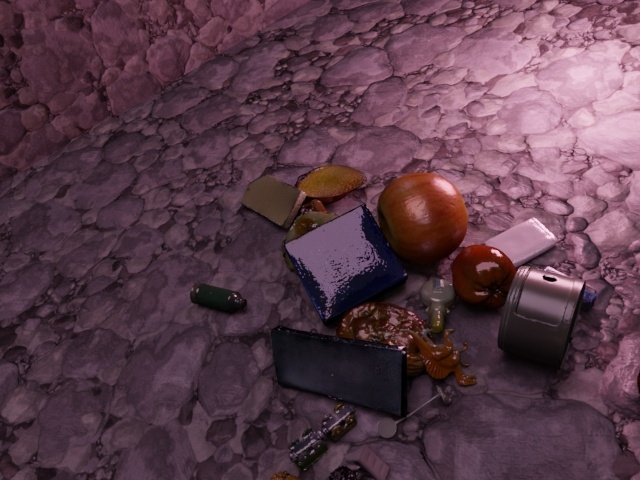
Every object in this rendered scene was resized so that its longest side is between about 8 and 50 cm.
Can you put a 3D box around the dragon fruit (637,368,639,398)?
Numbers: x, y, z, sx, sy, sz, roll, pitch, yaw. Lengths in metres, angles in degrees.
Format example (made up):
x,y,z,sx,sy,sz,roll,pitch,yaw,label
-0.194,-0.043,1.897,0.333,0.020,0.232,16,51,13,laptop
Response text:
x,y,z,sx,sy,sz,roll,pitch,yaw,label
0.791,0.332,1.177,0.224,0.148,0.218,-34,79,-22,dragon fruit

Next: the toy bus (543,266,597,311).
x,y,z,sx,sy,sz,roll,pitch,yaw,label
0.665,0.129,1.433,0.061,0.051,0.153,-40,50,-22,toy bus

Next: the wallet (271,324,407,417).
x,y,z,sx,sy,sz,roll,pitch,yaw,label
0.042,0.334,1.381,0.380,0.190,0.046,5,17,28,wallet

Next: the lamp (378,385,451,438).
x,y,z,sx,sy,sz,roll,pitch,yaw,label
0.236,0.437,1.341,0.198,0.056,0.050,-34,50,5,lamp

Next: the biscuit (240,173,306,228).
x,y,z,sx,sy,sz,roll,pitch,yaw,label
-0.173,-0.150,1.918,0.252,0.052,0.150,28,93,37,biscuit

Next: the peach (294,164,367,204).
x,y,z,sx,sy,sz,roll,pitch,yaw,label
0.043,-0.195,1.901,0.280,0.068,0.189,6,52,28,peach

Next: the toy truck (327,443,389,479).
x,y,z,sx,sy,sz,roll,pitch,yaw,label
0.043,0.604,1.199,0.111,0.136,0.285,-11,35,52,toy truck

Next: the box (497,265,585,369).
x,y,z,sx,sy,sz,roll,pitch,yaw,label
0.543,0.186,1.307,0.150,0.226,0.226,15,58,29,box

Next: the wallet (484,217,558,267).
x,y,z,sx,sy,sz,roll,pitch,yaw,label
0.592,0.010,1.569,0.183,0.031,0.124,-28,48,-3,wallet

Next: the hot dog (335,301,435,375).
x,y,z,sx,sy,sz,roll,pitch,yaw,label
0.170,0.271,1.437,0.273,0.122,0.196,10,53,28,hot dog

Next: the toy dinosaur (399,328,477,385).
x,y,z,sx,sy,sz,roll,pitch,yaw,label
0.297,0.297,1.358,0.212,0.057,0.142,4,78,-10,toy dinosaur

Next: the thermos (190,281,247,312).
x,y,z,sx,sy,sz,roll,pitch,yaw,label
-0.321,0.189,1.712,0.188,0.083,0.073,11,78,24,thermos

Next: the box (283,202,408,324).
x,y,z,sx,sy,sz,roll,pitch,yaw,label
0.073,0.071,1.579,0.279,0.116,0.261,-28,75,-3,box

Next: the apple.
x,y,z,sx,sy,sz,roll,pitch,yaw,label
0.301,-0.065,1.578,0.233,0.285,0.285,-18,48,-6,apple

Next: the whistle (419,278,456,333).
x,y,z,sx,sy,sz,roll,pitch,yaw,label
0.325,0.177,1.474,0.104,0.057,0.198,3,34,13,whistle

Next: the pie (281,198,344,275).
x,y,z,sx,sy,sz,roll,pitch,yaw,label
-0.003,0.008,1.740,0.275,0.105,0.257,28,79,36,pie

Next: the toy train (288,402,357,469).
x,y,z,sx,sy,sz,roll,pitch,yaw,label
0.008,0.492,1.338,0.202,0.081,0.060,-33,50,-19,toy train

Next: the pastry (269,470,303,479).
x,y,z,sx,sy,sz,roll,pitch,yaw,label
-0.065,0.611,1.279,0.140,0.056,0.080,28,72,28,pastry

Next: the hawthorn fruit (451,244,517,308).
x,y,z,sx,sy,sz,roll,pitch,yaw,label
0.444,0.097,1.458,0.190,0.189,0.189,-10,49,11,hawthorn fruit
